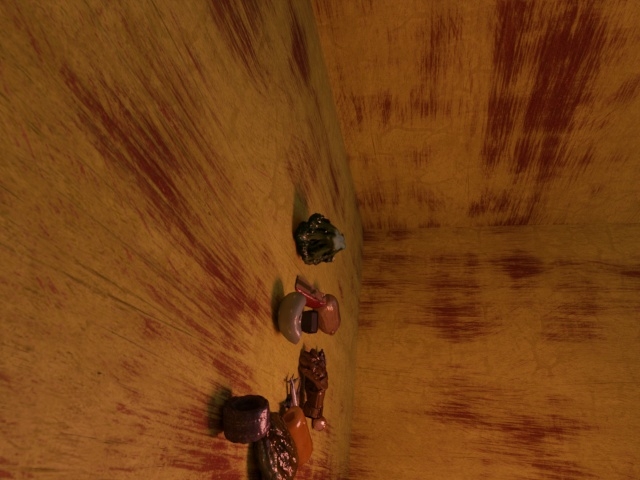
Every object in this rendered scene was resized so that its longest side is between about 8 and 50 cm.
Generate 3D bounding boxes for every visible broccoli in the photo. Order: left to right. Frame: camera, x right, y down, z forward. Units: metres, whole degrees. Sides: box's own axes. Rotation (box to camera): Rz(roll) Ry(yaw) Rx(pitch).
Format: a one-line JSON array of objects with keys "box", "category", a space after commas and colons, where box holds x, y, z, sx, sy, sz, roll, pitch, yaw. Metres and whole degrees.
[{"box": [0.000, 0.000, 2.039, 0.294, 0.245, 0.265, 50, 55, -31], "category": "broccoli"}]

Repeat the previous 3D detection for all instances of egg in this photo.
[{"box": [-0.004, 1.010, 2.247, 0.096, 0.080, 0.080, -87, 174, -85], "category": "egg"}]

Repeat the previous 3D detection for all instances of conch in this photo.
[{"box": [-0.122, 0.330, 1.740, 0.185, 0.120, 0.221, 42, 53, -69], "category": "conch"}]

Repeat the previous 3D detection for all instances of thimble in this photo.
[{"box": [-0.229, 0.548, 1.253, 0.150, 0.150, 0.098, -11, 101, -76], "category": "thimble"}]

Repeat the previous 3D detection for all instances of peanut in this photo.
[{"box": [0.041, 0.428, 2.351, 0.152, 0.152, 0.313, -75, 158, -48], "category": "peanut"}]

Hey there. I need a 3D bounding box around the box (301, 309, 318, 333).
[{"box": [-0.061, 0.414, 2.067, 0.069, 0.084, 0.123, 30, 58, -65], "category": "box"}]

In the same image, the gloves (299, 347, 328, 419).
[{"box": [-0.029, 0.714, 2.041, 0.154, 0.141, 0.332, 31, 59, -72], "category": "gloves"}]

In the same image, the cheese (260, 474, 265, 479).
[{"box": [-0.183, 0.923, 1.591, 0.245, 0.052, 0.135, 70, 25, -53], "category": "cheese"}]

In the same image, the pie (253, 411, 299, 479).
[{"box": [-0.160, 0.787, 1.539, 0.277, 0.078, 0.277, 57, 20, -34], "category": "pie"}]

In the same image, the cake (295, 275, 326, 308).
[{"box": [-0.079, 0.274, 2.084, 0.220, 0.116, 0.086, 34, 46, -33], "category": "cake"}]

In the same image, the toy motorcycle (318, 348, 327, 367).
[{"box": [0.006, 0.724, 2.342, 0.124, 0.061, 0.194, -83, 173, -56], "category": "toy motorcycle"}]

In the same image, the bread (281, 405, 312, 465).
[{"box": [-0.102, 0.869, 1.784, 0.142, 0.091, 0.305, -43, 134, -42], "category": "bread"}]

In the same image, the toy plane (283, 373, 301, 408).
[{"box": [-0.121, 0.720, 1.839, 0.226, 0.058, 0.226, -27, 119, -72], "category": "toy plane"}]
